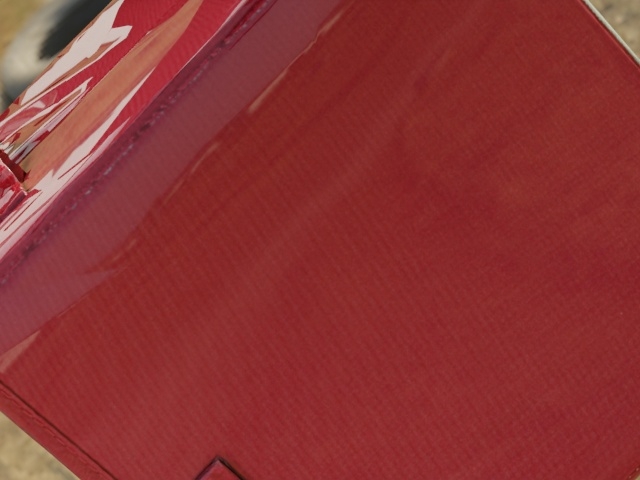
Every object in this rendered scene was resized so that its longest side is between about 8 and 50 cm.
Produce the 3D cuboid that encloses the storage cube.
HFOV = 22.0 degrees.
[{"bbox_3d":[0.000,0.000,0.536,0.193,0.215,0.183,-46,19,-3],"label":"storage cube"}]
